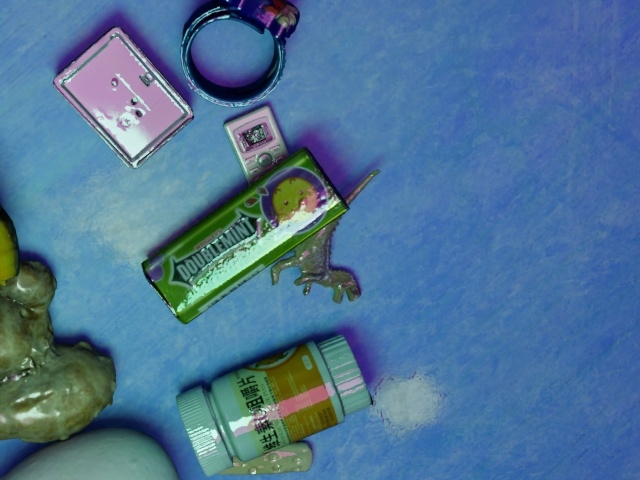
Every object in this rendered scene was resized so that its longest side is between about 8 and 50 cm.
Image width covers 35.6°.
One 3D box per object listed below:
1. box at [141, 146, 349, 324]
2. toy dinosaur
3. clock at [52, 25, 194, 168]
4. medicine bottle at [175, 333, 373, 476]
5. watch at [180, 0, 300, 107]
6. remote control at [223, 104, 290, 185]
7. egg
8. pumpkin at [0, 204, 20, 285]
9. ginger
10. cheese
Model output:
[{"bbox_3d":[-0.128,-0.006,1.667,0.345,0.097,0.134,-34,93,7],"label":"box"},{"bbox_3d":[-0.001,0.000,1.744,0.200,0.072,0.251,-4,105,-15],"label":"toy dinosaur"},{"bbox_3d":[-0.316,-0.229,1.604,0.145,0.073,0.193,-40,109,0],"label":"clock"},{"bbox_3d":[-0.080,0.285,1.756,0.318,0.158,0.158,-21,109,-7],"label":"medicine bottle"},{"bbox_3d":[-0.141,-0.320,1.585,0.196,0.171,0.200,28,109,-6],"label":"watch"},{"bbox_3d":[-0.092,-0.131,1.706,0.087,0.029,0.190,-23,109,-5],"label":"remote control"},{"bbox_3d":[-0.381,0.470,1.649,0.354,0.354,0.339,32,80,-19],"label":"egg"},{"bbox_3d":[-0.618,-0.004,1.495,0.303,0.256,0.225,-15,97,25],"label":"pumpkin"},{"bbox_3d":[-0.485,0.187,1.634,0.245,0.155,0.304,-31,106,-22],"label":"ginger"},{"bbox_3d":[-0.110,0.403,1.842,0.194,0.043,0.065,3,103,-14],"label":"cheese"}]
